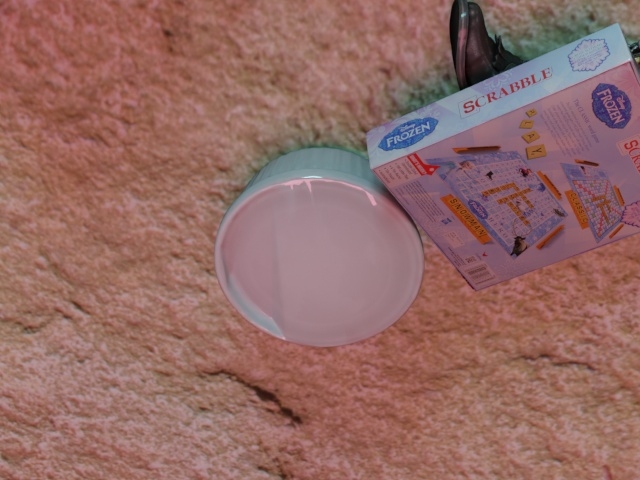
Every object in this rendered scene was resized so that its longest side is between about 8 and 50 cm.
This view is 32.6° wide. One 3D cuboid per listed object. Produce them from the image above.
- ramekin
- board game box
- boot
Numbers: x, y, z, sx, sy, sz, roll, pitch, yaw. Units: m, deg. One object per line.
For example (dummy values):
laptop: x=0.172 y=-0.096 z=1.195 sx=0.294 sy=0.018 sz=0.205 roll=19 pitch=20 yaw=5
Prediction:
ramekin: x=0.000 y=0.000 z=1.451 sx=0.272 sy=0.127 sz=0.273 roll=2 pitch=123 yaw=2
board game box: x=0.268 y=-0.084 z=1.342 sx=0.318 sy=0.066 sz=0.319 roll=-21 pitch=141 yaw=20
boot: x=0.284 y=-0.205 z=1.330 sx=0.228 sy=0.091 sz=0.263 roll=-13 pitch=131 yaw=11
